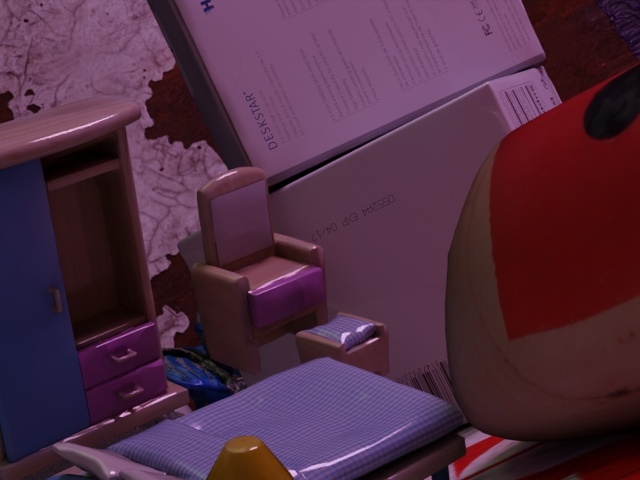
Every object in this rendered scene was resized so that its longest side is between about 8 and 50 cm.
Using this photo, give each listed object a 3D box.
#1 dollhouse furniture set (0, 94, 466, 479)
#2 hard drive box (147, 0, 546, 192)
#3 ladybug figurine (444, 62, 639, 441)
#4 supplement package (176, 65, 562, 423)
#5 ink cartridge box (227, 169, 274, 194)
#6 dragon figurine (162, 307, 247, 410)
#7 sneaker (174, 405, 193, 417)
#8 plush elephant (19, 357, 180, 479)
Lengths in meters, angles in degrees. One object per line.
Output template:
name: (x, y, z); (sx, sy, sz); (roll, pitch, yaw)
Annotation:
dollhouse furniture set: (-0.040, 0.036, 0.951); (0.286, 0.198, 0.303); (-22, 25, -36)
hard drive box: (0.015, -0.158, 1.229); (0.232, 0.181, 0.089); (-24, -1, -11)
ladybug figurine: (0.241, -0.038, 0.836); (0.449, 0.162, 0.305); (-26, -2, 32)
supplement package: (0.073, 0.027, 1.217); (0.262, 0.204, 0.145); (-26, 0, 25)
ink cartridge box: (0.000, 0.000, 1.441); (0.065, 0.332, 0.165); (0, -17, -38)
dragon figurine: (-0.111, 0.128, 1.725); (0.085, 0.289, 0.144); (-49, -40, -13)
sneaker: (-0.199, 0.137, 1.616); (0.169, 0.257, 0.447); (-26, -1, -11)
plush elephant: (-0.228, 0.156, 1.193); (0.255, 0.330, 0.272); (-46, -21, 10)
